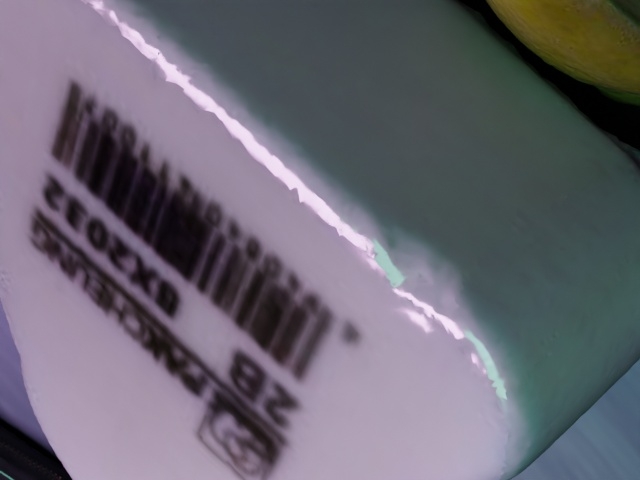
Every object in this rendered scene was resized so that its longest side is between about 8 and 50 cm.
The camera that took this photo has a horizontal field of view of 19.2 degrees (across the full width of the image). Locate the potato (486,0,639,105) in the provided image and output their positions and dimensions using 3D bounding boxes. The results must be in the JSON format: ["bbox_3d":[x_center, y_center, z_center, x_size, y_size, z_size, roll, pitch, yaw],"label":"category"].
[{"bbox_3d":[0.120,-0.083,0.784,0.149,0.120,0.081,44,127,-7],"label":"potato"}]

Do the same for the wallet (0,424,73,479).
[{"bbox_3d":[-0.248,0.183,1.174,0.149,0.044,0.250,35,128,-6],"label":"wallet"}]

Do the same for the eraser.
[{"bbox_3d":[0.000,0.000,0.835,0.331,0.150,0.331,22,131,29],"label":"eraser"}]
